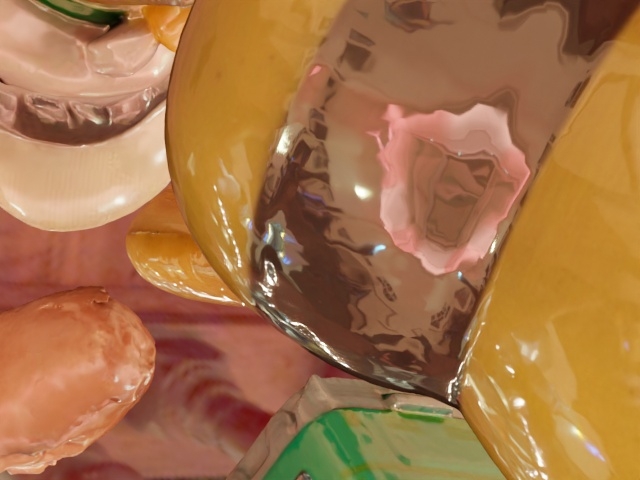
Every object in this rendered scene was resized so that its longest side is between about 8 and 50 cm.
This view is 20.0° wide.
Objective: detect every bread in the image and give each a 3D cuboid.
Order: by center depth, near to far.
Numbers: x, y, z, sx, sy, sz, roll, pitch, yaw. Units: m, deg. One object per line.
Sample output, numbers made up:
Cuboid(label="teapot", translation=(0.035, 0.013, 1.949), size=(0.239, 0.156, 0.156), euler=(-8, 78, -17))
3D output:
Cuboid(label="bread", translation=(0.000, 0.000, 1.290), size=(0.142, 0.305, 0.091), euler=(-34, 115, -40))

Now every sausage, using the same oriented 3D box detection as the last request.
Cuboid(label="sausage", translation=(-0.210, 0.064, 0.680), size=(0.304, 0.078, 0.078), euler=(-6, 111, 2))

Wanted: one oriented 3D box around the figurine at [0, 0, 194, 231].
Cuboid(label="figurine", translation=(-0.120, -0.161, 0.963), size=(0.185, 0.332, 0.204), euler=(9, 57, -21))

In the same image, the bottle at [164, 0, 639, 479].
Cuboid(label="bottle", translation=(0.122, 0.019, 0.430), size=(0.171, 0.351, 0.171), euler=(-54, 162, -26))

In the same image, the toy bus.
Cuboid(label="toy bus", translation=(0.001, 0.266, 1.184), size=(0.184, 0.199, 0.343), euler=(9, 126, -43))
